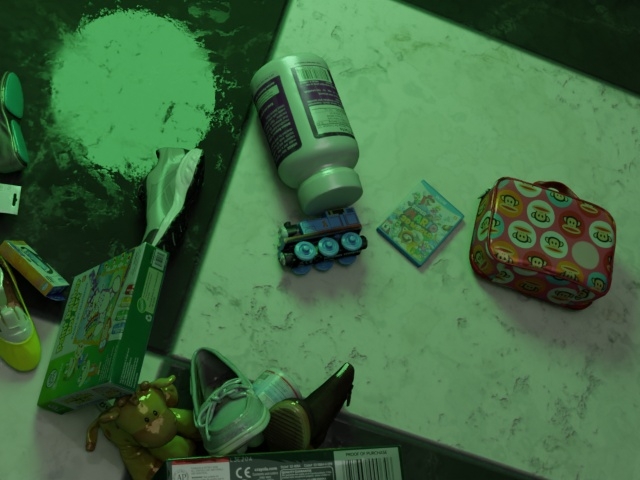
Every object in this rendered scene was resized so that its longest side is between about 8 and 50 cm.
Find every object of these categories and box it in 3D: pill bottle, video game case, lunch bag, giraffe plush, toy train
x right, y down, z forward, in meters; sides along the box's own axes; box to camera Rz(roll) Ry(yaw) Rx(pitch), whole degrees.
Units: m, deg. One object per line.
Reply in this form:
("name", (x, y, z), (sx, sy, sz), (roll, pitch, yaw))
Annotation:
("pill bottle", (-0.021, -0.208, 1.972), (0.169, 0.169, 0.301), (-11, 69, -22))
("pill bottle", (-0.113, 0.306, 1.745), (0.087, 0.087, 0.160), (44, 61, 6))
("video game case", (0.208, -0.037, 2.050), (0.119, 0.015, 0.166), (42, 60, 5))
("lunch bag", (0.467, -0.013, 2.059), (0.293, 0.120, 0.258), (19, 61, -7))
("giraffe plush", (-0.290, 0.295, 1.647), (0.210, 0.170, 0.181), (28, 61, -3))
("toy train", (0.000, 0.000, 1.935), (0.184, 0.080, 0.105), (-11, 60, -19))

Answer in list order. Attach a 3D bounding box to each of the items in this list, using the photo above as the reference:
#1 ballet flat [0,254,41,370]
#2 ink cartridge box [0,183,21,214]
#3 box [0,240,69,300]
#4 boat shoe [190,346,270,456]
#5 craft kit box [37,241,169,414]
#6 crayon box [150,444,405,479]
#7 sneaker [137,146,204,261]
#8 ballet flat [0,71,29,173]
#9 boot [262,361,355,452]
("ballet flat", (-0.545, 0.114, 1.706), (0.077, 0.077, 0.231), (-18, 73, -23))
("ink cartridge box", (-0.609, -0.075, 1.804), (0.115, 0.029, 0.062), (7, 63, -15))
("box", (-0.501, 0.053, 1.747), (0.136, 0.081, 0.028), (40, 93, 5))
("boat shoe", (-0.162, 0.260, 1.618), (0.118, 0.320, 0.103), (-35, 104, -1))
("craft kit box", (-0.364, 0.150, 1.654), (0.061, 0.247, 0.249), (27, 57, -30))
("crayon box", (-0.087, 0.410, 1.574), (0.363, 0.313, 0.106), (1, 69, -18))
("sneaker", (-0.300, -0.063, 1.867), (0.108, 0.100, 0.271), (12, 58, 4))
("ballet flat", (-0.596, -0.222, 1.859), (0.068, 0.072, 0.213), (-18, 66, 8))
("boot", (-0.012, 0.280, 1.703), (0.090, 0.248, 0.207), (31, 57, 15))
